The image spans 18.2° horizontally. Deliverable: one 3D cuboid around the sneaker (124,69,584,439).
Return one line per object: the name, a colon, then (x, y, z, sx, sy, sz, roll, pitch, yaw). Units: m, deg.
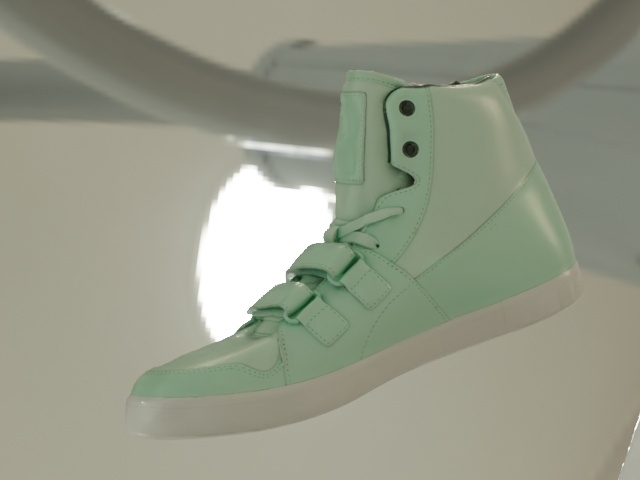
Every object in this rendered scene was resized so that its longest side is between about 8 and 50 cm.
sneaker: (0.000, 0.000, 0.989, 0.256, 0.094, 0.151, -22, -82, -25)

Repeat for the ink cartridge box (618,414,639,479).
ink cartridge box: (0.143, 0.125, 0.550, 0.190, 0.140, 0.082, -59, -43, -52)
